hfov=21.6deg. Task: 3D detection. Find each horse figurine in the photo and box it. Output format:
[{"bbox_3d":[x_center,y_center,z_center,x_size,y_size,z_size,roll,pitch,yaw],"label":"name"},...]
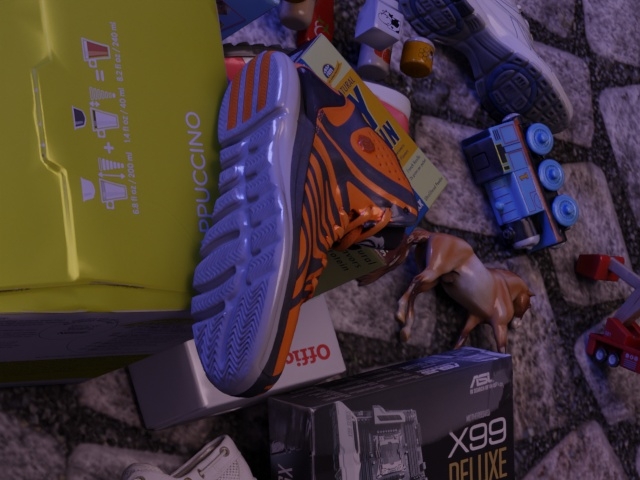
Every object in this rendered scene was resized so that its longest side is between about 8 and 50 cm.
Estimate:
[{"bbox_3d":[0.161,0.065,2.017,0.263,0.066,0.174,37,60,-26],"label":"horse figurine"}]

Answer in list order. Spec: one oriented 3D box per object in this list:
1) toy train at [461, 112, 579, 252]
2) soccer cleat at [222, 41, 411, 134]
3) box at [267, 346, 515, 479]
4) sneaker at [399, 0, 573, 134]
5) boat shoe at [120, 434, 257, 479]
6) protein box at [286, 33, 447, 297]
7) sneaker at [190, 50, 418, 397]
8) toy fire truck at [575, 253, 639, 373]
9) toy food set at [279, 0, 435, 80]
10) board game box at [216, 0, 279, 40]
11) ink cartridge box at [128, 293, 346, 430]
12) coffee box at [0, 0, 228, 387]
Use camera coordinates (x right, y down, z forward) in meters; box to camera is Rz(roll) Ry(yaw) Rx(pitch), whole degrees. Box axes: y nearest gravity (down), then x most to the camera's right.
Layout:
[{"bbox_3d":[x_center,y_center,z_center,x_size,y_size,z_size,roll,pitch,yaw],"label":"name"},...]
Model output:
[{"bbox_3d":[0.256,-0.070,2.138,0.105,0.080,0.184,-18,88,-32],"label":"toy train"},{"bbox_3d":[-0.024,-0.142,1.919,0.318,0.109,0.116,13,70,-38],"label":"soccer cleat"},{"bbox_3d":[0.085,0.262,1.824,0.307,0.076,0.242,-9,102,-41],"label":"box"},{"bbox_3d":[0.234,-0.264,2.172,0.297,0.111,0.129,49,45,-16],"label":"sneaker"},{"bbox_3d":[-0.174,0.268,1.655,0.277,0.098,0.096,-22,88,-51],"label":"boat shoe"},{"bbox_3d":[-0.027,-0.060,1.659,0.200,0.201,0.136,49,50,-13],"label":"protein box"},{"bbox_3d":[0.000,0.000,1.434,0.180,0.125,0.321,26,58,-33],"label":"sneaker"},{"bbox_3d":[0.399,0.098,2.149,0.047,0.192,0.135,7,98,-36],"label":"toy fire truck"},{"bbox_3d":[0.035,-0.281,2.008,0.232,0.111,0.104,24,60,-27],"label":"toy food set"},{"bbox_3d":[-0.158,-0.285,1.744,0.144,0.275,0.142,34,56,-26],"label":"board game box"},{"bbox_3d":[-0.113,0.040,1.767,0.201,0.117,0.278,-11,81,-41],"label":"ink cartridge box"},{"bbox_3d":[-0.297,-0.057,1.508,0.338,0.334,0.337,2,73,-39],"label":"coffee box"}]
